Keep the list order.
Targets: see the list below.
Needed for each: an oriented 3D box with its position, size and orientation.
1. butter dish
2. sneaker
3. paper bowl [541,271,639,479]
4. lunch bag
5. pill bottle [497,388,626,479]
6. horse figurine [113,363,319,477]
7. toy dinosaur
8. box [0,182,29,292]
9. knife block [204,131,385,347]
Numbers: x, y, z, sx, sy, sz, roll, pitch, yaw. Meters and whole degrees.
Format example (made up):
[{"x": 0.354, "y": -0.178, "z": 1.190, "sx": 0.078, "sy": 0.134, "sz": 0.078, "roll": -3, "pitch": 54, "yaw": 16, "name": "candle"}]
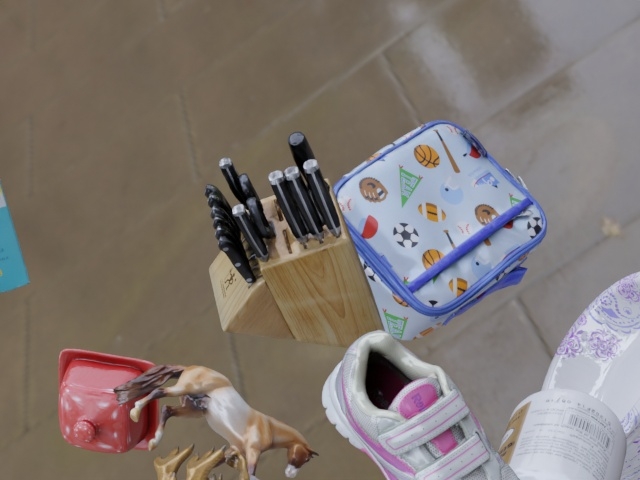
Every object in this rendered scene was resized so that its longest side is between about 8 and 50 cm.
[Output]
[{"x": -0.328, "y": 0.256, "z": 1.979, "sx": 0.160, "sy": 0.160, "sz": 0.118, "roll": 8, "pitch": 24, "yaw": 11, "name": "butter dish"}, {"x": 0.093, "y": 0.179, "z": 1.181, "sx": 0.103, "sy": 0.111, "sz": 0.252, "roll": -37, "pitch": 63, "yaw": -21, "name": "sneaker"}, {"x": 0.423, "y": 0.194, "z": 1.751, "sx": 0.284, "sy": 0.148, "sz": 0.284, "roll": -53, "pitch": 15, "yaw": 21, "name": "paper bowl"}, {"x": 0.152, "y": -0.016, "z": 1.761, "sx": 0.303, "sy": 0.243, "sz": 0.115, "roll": -33, "pitch": -15, "yaw": -37, "name": "lunch bag"}, {"x": 0.235, "y": 0.266, "z": 1.381, "sx": 0.131, "sy": 0.131, "sz": 0.229, "roll": -21, "pitch": 19, "yaw": 29, "name": "pill bottle"}, {"x": -0.142, "y": 0.240, "z": 1.761, "sx": 0.174, "sy": 0.263, "sz": 0.066, "roll": -43, "pitch": -14, "yaw": -45, "name": "horse figurine"}, {"x": -0.066, "y": 0.189, "z": 0.837, "sx": 0.064, "sy": 0.112, "sz": 0.211, "roll": -19, "pitch": 13, "yaw": 27, "name": "toy dinosaur"}, {"x": -0.405, "y": -0.057, "z": 1.494, "sx": 0.100, "sy": 0.244, "sz": 0.060, "roll": -17, "pitch": 11, "yaw": -14, "name": "box"}, {"x": 0.000, "y": 0.000, "z": 1.383, "sx": 0.242, "sy": 0.275, "sz": 0.088, "roll": -50, "pitch": 42, "yaw": 38, "name": "knife block"}]
